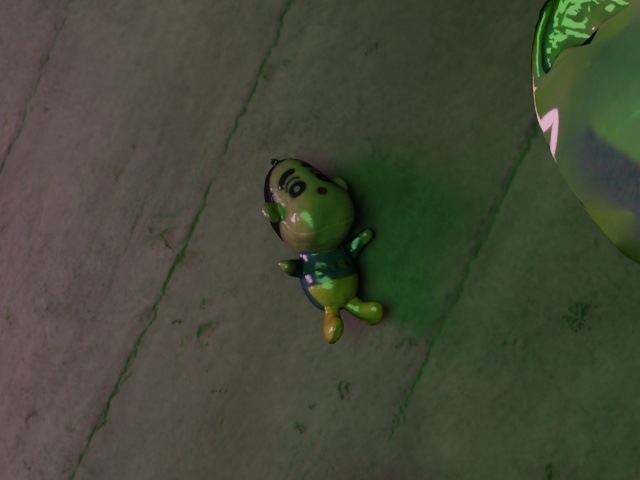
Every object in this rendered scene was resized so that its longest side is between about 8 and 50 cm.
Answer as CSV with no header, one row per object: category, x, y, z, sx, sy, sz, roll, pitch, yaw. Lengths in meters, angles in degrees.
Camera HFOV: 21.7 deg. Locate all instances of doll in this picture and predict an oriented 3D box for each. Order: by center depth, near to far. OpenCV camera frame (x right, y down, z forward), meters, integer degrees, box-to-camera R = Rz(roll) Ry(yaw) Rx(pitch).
doll,0.000,0.000,1.523,0.179,0.102,0.089,60,149,13

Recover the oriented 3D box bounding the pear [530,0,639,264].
pear,0.377,-0.143,1.306,0.399,0.165,0.399,-1,89,24
